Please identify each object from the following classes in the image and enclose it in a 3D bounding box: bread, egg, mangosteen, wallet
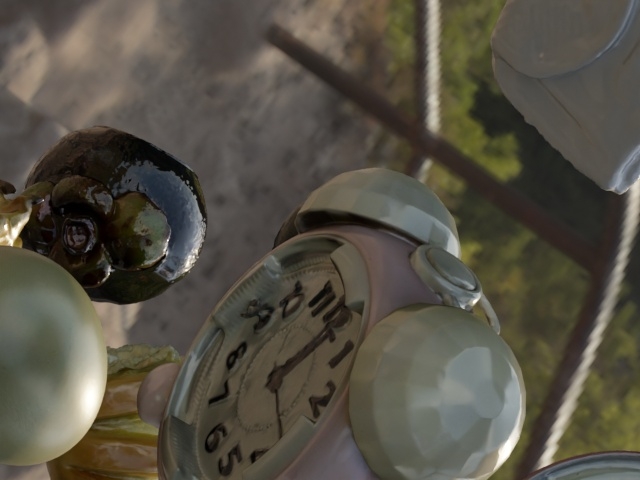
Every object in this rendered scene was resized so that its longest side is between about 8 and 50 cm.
[{"bbox_3d":[-0.239,0.256,2.010,0.211,0.270,0.316,-13,177,3],"label":"bread"},{"bbox_3d":[-0.300,0.114,1.501,0.186,0.186,0.241,-41,137,-24],"label":"egg"},{"bbox_3d":[-0.294,-0.034,2.168,0.233,0.288,0.287,-58,157,-10],"label":"mangosteen"},{"bbox_3d":[0.159,-0.120,0.829,0.032,0.124,0.183,-21,152,-40],"label":"wallet"}]

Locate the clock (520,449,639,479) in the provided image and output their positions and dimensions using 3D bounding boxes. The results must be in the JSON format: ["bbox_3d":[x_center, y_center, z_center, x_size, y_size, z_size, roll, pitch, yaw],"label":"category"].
[{"bbox_3d":[0.203,0.264,1.044,0.244,0.244,0.056,-51,178,-5],"label":"clock"}]

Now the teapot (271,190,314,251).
[{"bbox_3d":[0.007,0.000,1.630,0.092,0.124,0.090,4,120,-26],"label":"teapot"}]

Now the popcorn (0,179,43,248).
[{"bbox_3d":[-0.423,-0.010,1.646,0.191,0.190,0.253,-21,146,-44],"label":"popcorn"}]

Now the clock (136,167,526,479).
[{"bbox_3d":[0.007,0.128,1.258,0.184,0.342,0.326,26,114,-31],"label":"clock"}]
